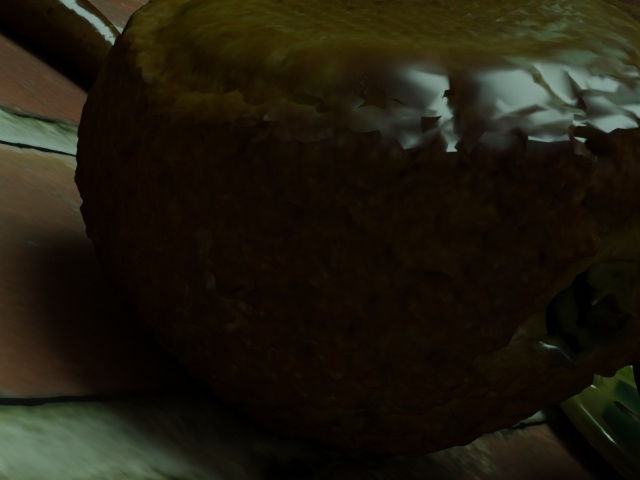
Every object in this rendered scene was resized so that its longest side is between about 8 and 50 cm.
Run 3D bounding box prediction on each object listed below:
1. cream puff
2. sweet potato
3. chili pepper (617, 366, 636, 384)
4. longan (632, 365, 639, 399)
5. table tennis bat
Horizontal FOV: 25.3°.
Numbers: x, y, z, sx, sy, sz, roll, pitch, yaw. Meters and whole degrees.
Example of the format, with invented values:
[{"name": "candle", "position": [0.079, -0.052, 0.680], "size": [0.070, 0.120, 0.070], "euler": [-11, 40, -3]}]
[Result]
[{"name": "cream puff", "position": [0.034, -0.017, 0.651], "size": [0.303, 0.212, 0.303], "euler": [0, 24, 0]}, {"name": "sweet potato", "position": [-0.185, -0.155, 1.000], "size": [0.264, 0.057, 0.057], "euler": [37, 13, 6]}, {"name": "chili pepper", "position": [0.228, 0.099, 1.113], "size": [0.208, 0.043, 0.049], "euler": [35, 25, 9]}, {"name": "longan", "position": [0.325, 0.052, 0.728], "size": [0.336, 0.404, 0.404], "euler": [-6, 26, -15]}, {"name": "table tennis bat", "position": [0.195, 0.118, 0.967], "size": [0.321, 0.050, 0.198], "euler": [41, 15, 13]}]
